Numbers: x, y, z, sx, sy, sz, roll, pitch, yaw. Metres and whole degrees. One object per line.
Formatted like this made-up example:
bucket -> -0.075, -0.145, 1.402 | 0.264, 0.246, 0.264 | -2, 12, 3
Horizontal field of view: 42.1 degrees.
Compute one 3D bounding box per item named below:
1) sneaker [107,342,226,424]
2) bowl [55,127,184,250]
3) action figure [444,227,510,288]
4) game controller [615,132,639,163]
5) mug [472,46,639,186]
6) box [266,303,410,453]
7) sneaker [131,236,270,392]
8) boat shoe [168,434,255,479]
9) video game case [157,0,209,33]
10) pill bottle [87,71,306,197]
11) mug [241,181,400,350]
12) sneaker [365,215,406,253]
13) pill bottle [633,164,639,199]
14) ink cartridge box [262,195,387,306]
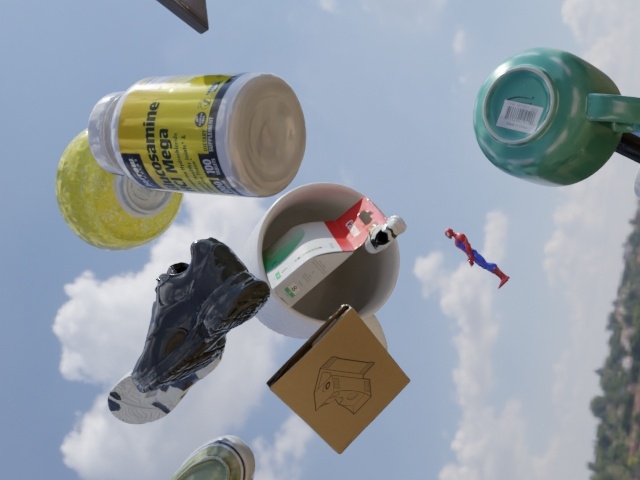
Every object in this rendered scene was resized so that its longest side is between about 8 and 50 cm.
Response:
sneaker -> -0.241, 0.205, 1.387 | 0.235, 0.094, 0.153 | -44, 3, 19
bowl -> -0.400, -0.115, 1.780 | 0.289, 0.156, 0.289 | -4, -84, -38
action figure -> 0.224, 0.024, 1.213 | 0.030, 0.115, 0.038 | -43, -14, 1
game controller -> 0.613, -0.177, 1.501 | 0.166, 0.319, 0.067 | -53, -12, -42
mug -> 0.224, -0.128, 0.803 | 0.097, 0.158, 0.129 | 8, -126, -48
box -> 0.032, 0.211, 1.242 | 0.164, 0.021, 0.201 | -45, -52, -9
sneaker -> -0.185, 0.104, 1.152 | 0.286, 0.130, 0.109 | -46, -17, 30
boat shoe -> -0.204, 0.403, 1.176 | 0.302, 0.109, 0.094 | -53, -17, 13
video game case -> -0.278, -0.518, 1.466 | 0.196, 0.026, 0.274 | 31, -139, -49
pill bottle -> -0.205, -0.167, 1.314 | 0.188, 0.334, 0.187 | -10, -78, -54
mug -> 0.002, 0.102, 1.666 | 0.276, 0.374, 0.328 | -36, -2, -22
sneaker -> 0.095, -0.005, 1.344 | 0.044, 0.040, 0.109 | -39, -5, -32
pill bottle -> 0.459, -0.032, 0.927 | 0.118, 0.208, 0.117 | -19, -49, -23
ink cartridge box -> 0.000, 0.000, 1.473 | 0.056, 0.225, 0.181 | 46, -175, -20
